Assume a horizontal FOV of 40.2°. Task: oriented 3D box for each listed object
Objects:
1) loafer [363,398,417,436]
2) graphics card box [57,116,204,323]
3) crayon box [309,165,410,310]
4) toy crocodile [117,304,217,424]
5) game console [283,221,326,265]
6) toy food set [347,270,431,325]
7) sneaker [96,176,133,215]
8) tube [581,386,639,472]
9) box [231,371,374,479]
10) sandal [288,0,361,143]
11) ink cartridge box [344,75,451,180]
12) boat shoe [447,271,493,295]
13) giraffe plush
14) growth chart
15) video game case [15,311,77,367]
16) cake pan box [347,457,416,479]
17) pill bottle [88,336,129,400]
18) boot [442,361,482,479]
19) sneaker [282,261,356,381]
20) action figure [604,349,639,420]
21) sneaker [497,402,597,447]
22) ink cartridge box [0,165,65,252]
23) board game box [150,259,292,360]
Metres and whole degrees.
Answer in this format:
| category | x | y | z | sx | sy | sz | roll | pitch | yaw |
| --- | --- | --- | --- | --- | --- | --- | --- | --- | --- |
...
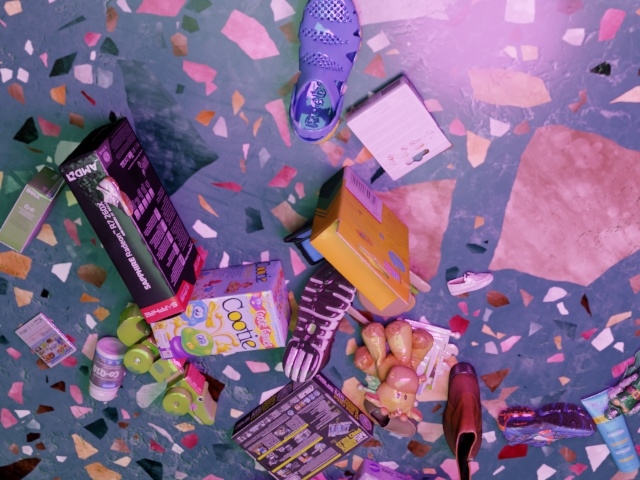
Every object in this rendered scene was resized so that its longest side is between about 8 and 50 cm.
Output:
| category | x | y | z | sx | sy | sz | roll | pitch | yaw |
| --- | --- | --- | --- | --- | --- | --- | --- | --- | --- |
| loafer | 0.162 | 0.422 | 2.046 | 0.148 | 0.050 | 0.056 | 31 | 114 | -9 |
| graphics card box | -0.372 | -0.043 | 1.774 | 0.094 | 0.233 | 0.371 | -19 | 113 | 12 |
| crayon box | 0.081 | 0.001 | 1.705 | 0.081 | 0.318 | 0.202 | -39 | 106 | 20 |
| toy crocodile | -0.344 | 0.287 | 1.992 | 0.105 | 0.115 | 0.341 | -32 | 108 | 18 |
| game console | 0.000 | 0.000 | 1.852 | 0.122 | 0.107 | 0.071 | -28 | 81 | 16 |
| toy food set | 0.143 | 0.115 | 1.916 | 0.132 | 0.038 | 0.192 | 39 | 123 | -7 |
| sneaker | -0.381 | -0.077 | 1.619 | 0.037 | 0.032 | 0.083 | -31 | 102 | 12 |
| tube | 0.676 | 0.437 | 2.013 | 0.080 | 0.052 | 0.207 | -26 | 103 | 6 |
| box | -0.043 | 0.451 | 2.074 | 0.270 | 0.060 | 0.216 | -39 | 107 | 21 |
| sandal | 0.005 | -0.320 | 1.664 | 0.126 | 0.138 | 0.318 | 8 | 114 | 4 |
| ink cartridge box | 0.157 | -0.224 | 1.758 | 0.145 | 0.045 | 0.179 | -32 | 127 | 17 |
| boat shoe | 0.321 | 0.086 | 1.883 | 0.100 | 0.035 | 0.035 | -19 | 115 | 21 |
| giraffe plush | 0.160 | 0.300 | 1.893 | 0.181 | 0.170 | 0.210 | -2 | 118 | 4 |
| growth chart | 0.206 | 0.281 | 1.992 | 0.171 | 0.021 | 0.237 | 22 | 115 | -6 |
| video game case | -0.644 | 0.234 | 2.052 | 0.087 | 0.011 | 0.122 | -33 | 108 | 18 |
| cake pan box | 0.162 | 0.687 | 2.164 | 0.266 | 0.070 | 0.246 | 24 | 113 | -7 |
| pill bottle | -0.495 | 0.300 | 2.033 | 0.078 | 0.078 | 0.137 | 17 | 116 | -3 |
| boot | 0.325 | 0.447 | 1.915 | 0.096 | 0.280 | 0.264 | 5 | 116 | 3 |
| sneaker | 0.002 | 0.180 | 1.924 | 0.106 | 0.162 | 0.281 | 24 | 81 | 13 |
| action figure | 0.717 | 0.317 | 1.937 | 0.137 | 0.063 | 0.232 | 40 | 108 | -1 |
| sneaker | 0.521 | 0.431 | 2.012 | 0.221 | 0.083 | 0.087 | -2 | 126 | 14 |
| ink cartridge box | -0.595 | -0.086 | 1.841 | 0.062 | 0.109 | 0.209 | 33 | 114 | -11 |
| board game box | -0.216 | 0.152 | 1.901 | 0.275 | 0.144 | 0.142 | -8 | 115 | 10 |
